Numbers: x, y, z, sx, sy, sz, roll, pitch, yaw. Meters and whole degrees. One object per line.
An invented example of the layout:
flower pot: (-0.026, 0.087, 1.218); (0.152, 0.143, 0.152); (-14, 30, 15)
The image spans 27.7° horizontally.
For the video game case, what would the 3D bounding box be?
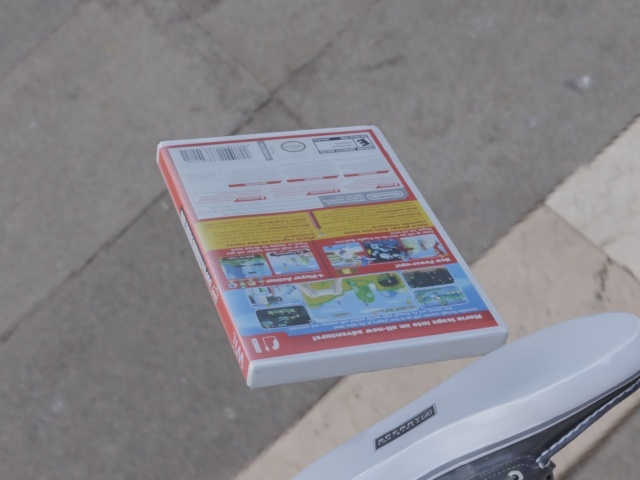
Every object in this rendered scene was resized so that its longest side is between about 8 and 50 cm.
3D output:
video game case: (0.000, 0.000, 1.038); (0.204, 0.025, 0.285); (-6, 39, -19)

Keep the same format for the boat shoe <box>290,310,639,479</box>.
boat shoe: (0.085, 0.121, 0.701); (0.228, 0.076, 0.080); (-32, 13, 10)
